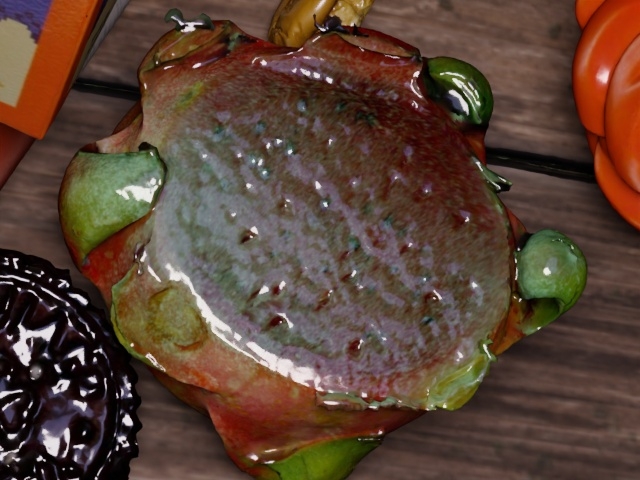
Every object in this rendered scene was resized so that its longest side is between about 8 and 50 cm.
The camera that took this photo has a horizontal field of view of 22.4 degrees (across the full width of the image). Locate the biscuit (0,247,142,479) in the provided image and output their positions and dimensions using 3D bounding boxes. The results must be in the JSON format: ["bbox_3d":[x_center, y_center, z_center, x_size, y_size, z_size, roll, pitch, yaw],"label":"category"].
[{"bbox_3d":[-0.194,0.095,0.879,0.195,0.053,0.194,5,69,-13],"label":"biscuit"}]

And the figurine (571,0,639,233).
[{"bbox_3d":[0.361,-0.096,1.015,0.412,0.241,0.306,-22,93,-30],"label":"figurine"}]

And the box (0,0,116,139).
[{"bbox_3d":[-0.193,-0.303,0.806,0.319,0.257,0.348,25,54,-6],"label":"box"}]

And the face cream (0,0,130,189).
[{"bbox_3d":[-0.188,-0.109,0.935,0.096,0.096,0.214,30,66,-2],"label":"face cream"}]

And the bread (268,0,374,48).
[{"bbox_3d":[0.000,-0.142,1.008,0.046,0.083,0.081,34,107,-12],"label":"bread"}]

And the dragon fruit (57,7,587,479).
[{"bbox_3d":[0.000,0.000,0.923,0.295,0.130,0.268,20,66,-6],"label":"dragon fruit"}]
